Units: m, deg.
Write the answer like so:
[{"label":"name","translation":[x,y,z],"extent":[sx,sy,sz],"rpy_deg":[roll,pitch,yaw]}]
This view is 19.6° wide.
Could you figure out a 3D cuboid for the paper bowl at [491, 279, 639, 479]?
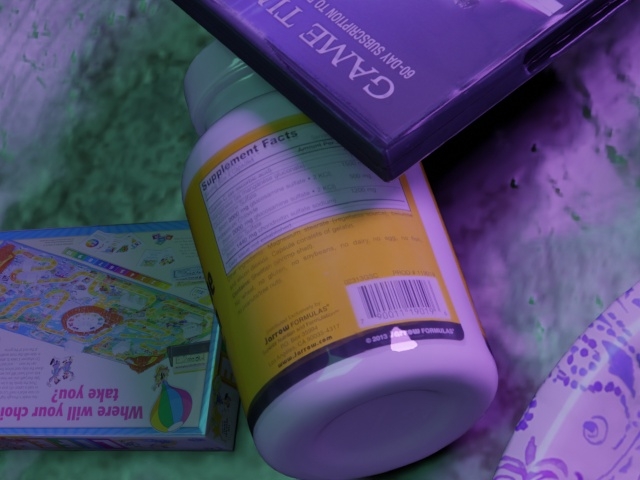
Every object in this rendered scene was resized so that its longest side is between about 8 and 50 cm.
[{"label":"paper bowl","translation":[0.200,0.133,0.593],"extent":[0.284,0.148,0.284],"rpy_deg":[-11,65,24]}]

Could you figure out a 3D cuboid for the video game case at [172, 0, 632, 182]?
[{"label":"video game case","translation":[0.070,-0.160,0.797],"extent":[0.274,0.026,0.196],"rpy_deg":[-38,55,-15]}]

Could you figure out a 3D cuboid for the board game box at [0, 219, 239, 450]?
[{"label":"board game box","translation":[-0.107,0.045,0.864],"extent":[0.154,0.026,0.103],"rpy_deg":[-2,69,27]}]

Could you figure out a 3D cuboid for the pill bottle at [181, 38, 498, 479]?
[{"label":"pill bottle","translation":[0.000,0.000,0.780],"extent":[0.103,0.103,0.184],"rpy_deg":[-28,59,16]}]
